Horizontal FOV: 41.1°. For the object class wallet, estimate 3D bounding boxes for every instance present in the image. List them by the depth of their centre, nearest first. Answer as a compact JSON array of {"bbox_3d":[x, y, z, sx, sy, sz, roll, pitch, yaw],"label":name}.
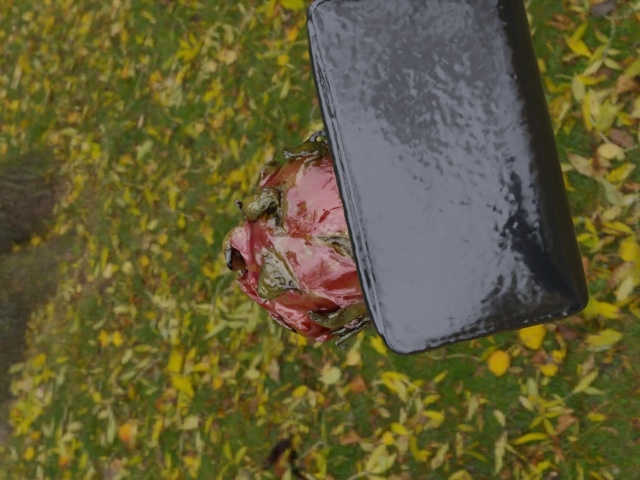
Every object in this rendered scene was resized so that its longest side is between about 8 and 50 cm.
[{"bbox_3d":[0.079,-0.058,0.547,0.044,0.149,0.250,-159,54,-84],"label":"wallet"}]

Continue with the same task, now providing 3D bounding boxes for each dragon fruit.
[{"bbox_3d":[0.000,0.000,1.157,0.291,0.250,0.269,-30,98,40],"label":"dragon fruit"}]
